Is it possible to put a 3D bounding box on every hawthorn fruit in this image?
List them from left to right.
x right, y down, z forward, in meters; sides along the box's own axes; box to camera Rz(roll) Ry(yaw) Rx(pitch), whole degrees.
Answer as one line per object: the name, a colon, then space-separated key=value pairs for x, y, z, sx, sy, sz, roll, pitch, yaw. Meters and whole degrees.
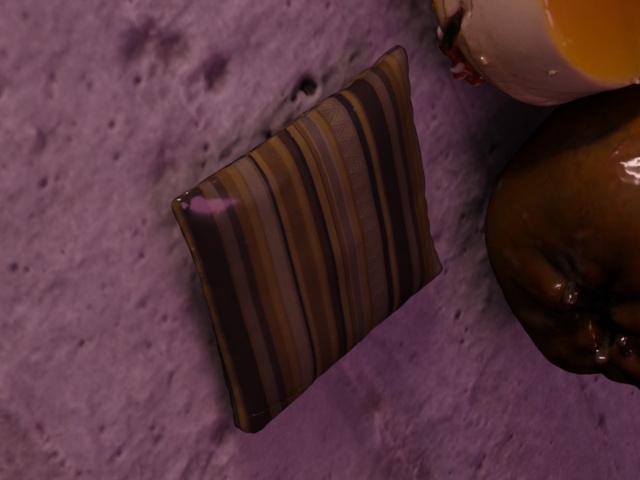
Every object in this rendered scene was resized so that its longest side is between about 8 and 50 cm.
hawthorn fruit: x=0.290 y=-0.025 z=1.115 sx=0.301 sy=0.267 sz=0.268 roll=-48 pitch=136 yaw=-23

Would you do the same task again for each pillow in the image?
pillow: x=0.000 y=0.000 z=0.973 sx=0.212 sy=0.052 sz=0.208 roll=-37 pitch=133 yaw=-28

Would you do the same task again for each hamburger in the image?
hamburger: x=0.194 y=-0.224 z=1.016 sx=0.295 sy=0.151 sz=0.227 roll=-32 pitch=122 yaw=-29
